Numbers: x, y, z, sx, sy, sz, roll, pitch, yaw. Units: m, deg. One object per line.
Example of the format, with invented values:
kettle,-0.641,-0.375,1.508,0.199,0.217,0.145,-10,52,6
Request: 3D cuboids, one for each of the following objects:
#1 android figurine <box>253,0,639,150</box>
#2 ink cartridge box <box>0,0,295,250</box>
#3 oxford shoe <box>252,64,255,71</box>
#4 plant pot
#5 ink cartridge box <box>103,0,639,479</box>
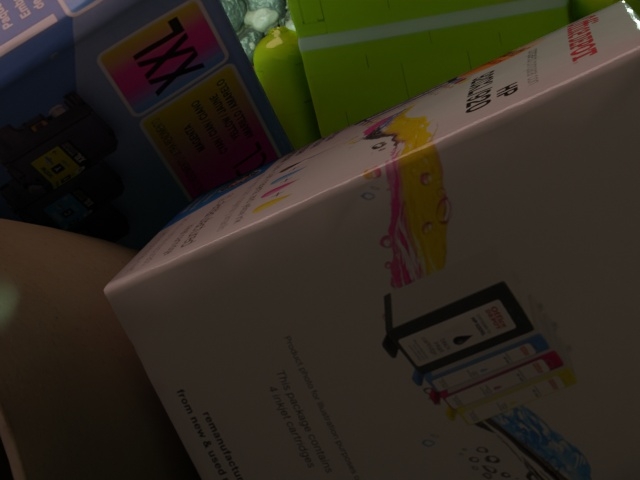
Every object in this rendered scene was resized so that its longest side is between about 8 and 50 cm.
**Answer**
android figurine,0.077,-0.106,0.873,0.248,0.273,0.056,-9,19,18
ink cartridge box,-0.220,-0.013,0.780,0.395,0.151,0.270,-31,-31,-1
oxford shoe,-0.079,-0.018,1.245,0.397,0.140,0.146,-47,39,-7
plant pot,-0.136,0.096,0.660,0.256,0.257,0.274,-21,-4,32
ink cartridge box,0.064,0.024,0.607,0.232,0.168,0.171,-24,10,14
